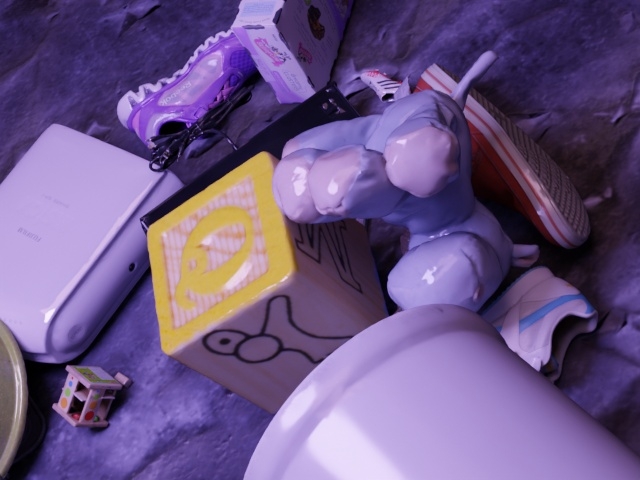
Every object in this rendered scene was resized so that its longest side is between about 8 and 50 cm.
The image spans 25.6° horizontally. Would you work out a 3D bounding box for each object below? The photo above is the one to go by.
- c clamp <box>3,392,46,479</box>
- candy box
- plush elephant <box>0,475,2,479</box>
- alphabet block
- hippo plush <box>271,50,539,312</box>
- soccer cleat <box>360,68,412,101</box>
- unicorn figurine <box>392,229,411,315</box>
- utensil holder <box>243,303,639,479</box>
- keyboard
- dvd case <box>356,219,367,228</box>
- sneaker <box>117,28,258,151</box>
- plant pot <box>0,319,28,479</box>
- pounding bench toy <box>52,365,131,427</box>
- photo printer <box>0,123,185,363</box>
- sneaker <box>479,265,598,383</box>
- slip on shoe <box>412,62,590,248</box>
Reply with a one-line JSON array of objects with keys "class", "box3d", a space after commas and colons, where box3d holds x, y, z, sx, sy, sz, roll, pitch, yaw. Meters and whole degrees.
[{"class": "c clamp", "box3d": [-0.416, 0.245, 1.782, 0.137, 0.022, 0.160, -36, 50, -1]}, {"class": "candy box", "box3d": [-0.032, -0.310, 1.900, 0.070, 0.165, 0.196, 1, 58, 27]}, {"class": "plush elephant", "box3d": [-0.392, 0.450, 1.496, 0.330, 0.255, 0.272, -40, 58, -16]}, {"class": "alphabet block", "box3d": [-0.059, 0.052, 1.609, 0.192, 0.197, 0.193, -33, 47, 20]}, {"class": "hippo plush", "box3d": [0.095, -0.027, 1.536, 0.234, 0.236, 0.294, -15, 19, 25]}, {"class": "soccer cleat", "box3d": [0.083, -0.201, 1.858, 0.083, 0.029, 0.035, 24, 66, 31]}, {"class": "unicorn figurine", "box3d": [0.129, 0.043, 1.640, 0.111, 0.060, 0.162, 16, 59, 25]}, {"class": "utensil holder", "box3d": [0.165, 0.297, 1.274, 0.327, 0.327, 0.385, -43, 52, -7]}, {"class": "keyboard", "box3d": [-0.094, -0.097, 1.799, 0.317, 0.033, 0.201, -36, 81, -13]}, {"class": "dvd case", "box3d": [0.000, 0.000, 1.764, 0.119, 0.013, 0.087, -7, 54, 20]}, {"class": "sneaker", "box3d": [-0.161, -0.196, 1.937, 0.236, 0.095, 0.104, -33, 56, 7]}, {"class": "plant pot", "box3d": [-0.537, 0.189, 1.675, 0.276, 0.254, 0.276, -9, 74, 31]}, {"class": "pounding bench toy", "box3d": [-0.276, 0.196, 1.735, 0.052, 0.083, 0.065, 31, 105, 40]}, {"class": "photo printer", "box3d": [-0.350, 0.009, 1.863, 0.256, 0.107, 0.307, 24, 69, 36]}, {"class": "sneaker", "box3d": [0.202, 0.131, 1.527, 0.228, 0.087, 0.092, -47, 53, -8]}, {"class": "slip on shoe", "box3d": [0.204, -0.088, 1.675, 0.101, 0.123, 0.331, -52, 48, 14]}]
